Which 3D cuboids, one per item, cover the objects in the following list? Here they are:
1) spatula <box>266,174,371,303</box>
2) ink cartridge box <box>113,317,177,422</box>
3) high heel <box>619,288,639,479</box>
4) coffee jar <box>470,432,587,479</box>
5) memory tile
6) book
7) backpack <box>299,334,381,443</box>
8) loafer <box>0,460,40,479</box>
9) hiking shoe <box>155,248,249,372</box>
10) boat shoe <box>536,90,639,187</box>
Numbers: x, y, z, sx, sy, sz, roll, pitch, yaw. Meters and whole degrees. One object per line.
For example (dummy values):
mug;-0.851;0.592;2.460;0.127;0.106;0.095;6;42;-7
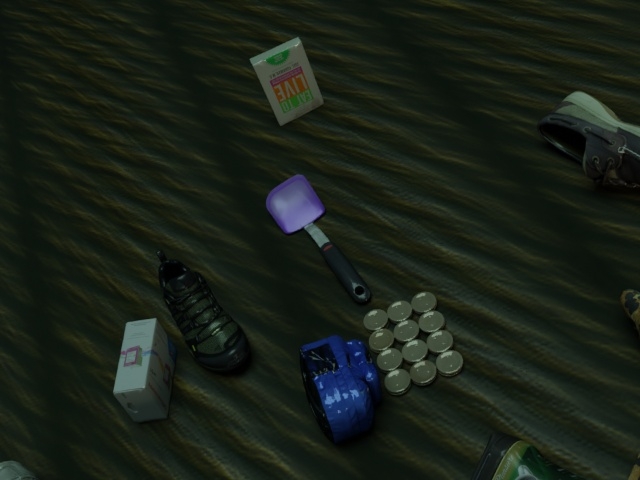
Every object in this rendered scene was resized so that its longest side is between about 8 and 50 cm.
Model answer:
spatula;0.000;0.000;1.351;0.084;0.030;0.296;-31;46;-5
ink cartridge box;-0.253;0.190;1.245;0.052;0.089;0.123;-8;48;12
high heel;0.374;0.178;0.999;0.186;0.093;0.261;-30;46;1
coffee jar;0.253;0.291;0.944;0.184;0.079;0.096;27;91;37
memory tile;0.126;0.141;1.185;0.113;0.012;0.148;-21;46;4
book;-0.059;-0.289;1.553;0.096;0.144;0.035;-25;45;0
backpack;0.030;0.194;1.118;0.101;0.098;0.120;-20;45;0
loafer;-0.498;0.428;1.118;0.319;0.112;0.111;-45;40;-19
hiking shoe;-0.189;0.106;1.275;0.086;0.114;0.227;-38;47;-12
boat shoe;0.422;-0.123;1.243;0.092;0.103;0.285;-34;42;-1
